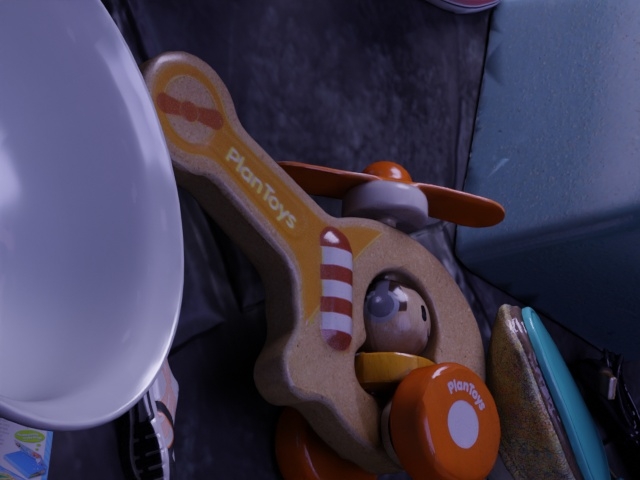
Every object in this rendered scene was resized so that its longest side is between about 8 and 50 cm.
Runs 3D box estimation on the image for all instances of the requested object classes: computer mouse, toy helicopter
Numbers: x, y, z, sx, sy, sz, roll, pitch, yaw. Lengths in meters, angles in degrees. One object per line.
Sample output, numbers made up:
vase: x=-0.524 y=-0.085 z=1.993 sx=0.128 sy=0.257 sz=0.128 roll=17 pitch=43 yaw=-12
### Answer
computer mouse: x=0.284 y=0.177 z=1.384 sx=0.184 sy=0.060 sz=0.262 roll=57 pitch=5 yaw=-19
toy helicopter: x=0.000 y=0.000 z=1.182 sx=0.355 sy=0.140 sz=0.235 roll=48 pitch=49 yaw=-26

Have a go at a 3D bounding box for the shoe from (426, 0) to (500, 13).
shoe: x=0.112 y=-0.223 z=1.381 sx=0.178 sy=0.081 sz=0.063 roll=5 pitch=78 yaw=-46

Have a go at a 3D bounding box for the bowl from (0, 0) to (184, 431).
bowl: x=-0.208 y=-0.029 z=0.940 sx=0.298 sy=0.134 sz=0.298 roll=41 pitch=41 yaw=-48

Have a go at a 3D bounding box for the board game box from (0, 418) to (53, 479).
board game box: x=-0.223 y=0.121 z=0.998 sx=0.154 sy=0.026 sz=0.103 roll=22 pitch=67 yaw=-42

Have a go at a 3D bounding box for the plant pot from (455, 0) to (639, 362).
plant pot: x=0.296 y=-0.067 z=1.417 sx=0.248 sy=0.252 sz=0.247 roll=30 pitch=60 yaw=-39

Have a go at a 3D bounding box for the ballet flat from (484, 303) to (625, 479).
ballet flat: x=0.185 y=0.199 z=1.342 sx=0.348 sy=0.123 sz=0.123 roll=55 pitch=48 yaw=-30

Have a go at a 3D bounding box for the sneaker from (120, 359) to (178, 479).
sneaker: x=-0.104 y=0.112 z=1.115 sx=0.043 sy=0.040 sz=0.109 roll=-7 pitch=87 yaw=-49
